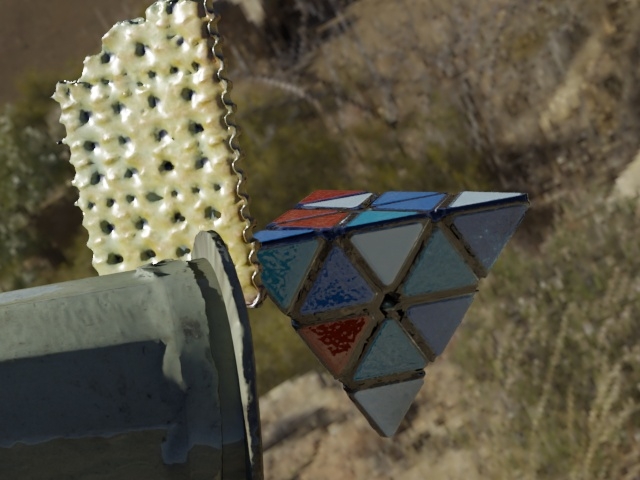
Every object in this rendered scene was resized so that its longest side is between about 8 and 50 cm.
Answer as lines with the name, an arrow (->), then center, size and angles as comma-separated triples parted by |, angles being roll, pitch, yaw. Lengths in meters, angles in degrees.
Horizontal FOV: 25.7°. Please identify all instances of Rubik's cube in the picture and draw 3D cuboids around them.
Rubik's cube -> 0.000, 0.000, 1.377 | 0.284, 0.250, 0.234 | -66, 27, 21

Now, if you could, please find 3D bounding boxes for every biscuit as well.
biscuit -> -0.108, -0.049, 0.906 | 0.144, 0.203, 0.016 | -8, 7, 31

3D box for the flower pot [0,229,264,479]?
flower pot -> -0.146, 0.102, 0.785 | 0.203, 0.212, 0.212 | -3, 21, -10
